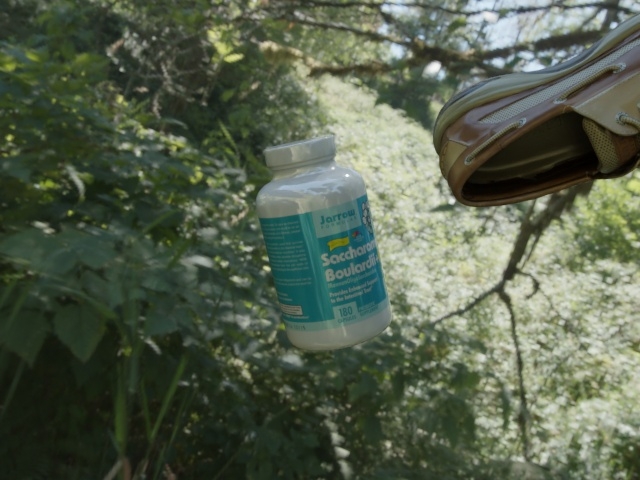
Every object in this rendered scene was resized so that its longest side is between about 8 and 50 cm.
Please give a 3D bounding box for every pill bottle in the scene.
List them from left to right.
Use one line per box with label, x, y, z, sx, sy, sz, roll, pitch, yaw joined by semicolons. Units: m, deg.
pill bottle;0.000;0.000;0.923;0.146;0.263;0.146;-13;11;3

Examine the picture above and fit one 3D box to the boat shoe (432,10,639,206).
boat shoe;0.256;-0.105;0.610;0.325;0.116;0.123;-21;-50;27
